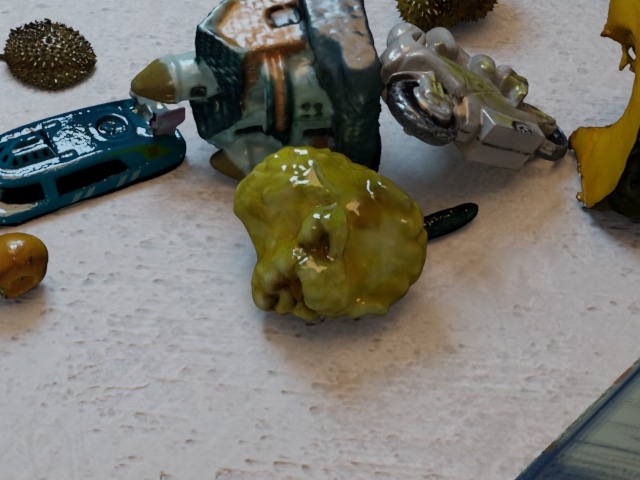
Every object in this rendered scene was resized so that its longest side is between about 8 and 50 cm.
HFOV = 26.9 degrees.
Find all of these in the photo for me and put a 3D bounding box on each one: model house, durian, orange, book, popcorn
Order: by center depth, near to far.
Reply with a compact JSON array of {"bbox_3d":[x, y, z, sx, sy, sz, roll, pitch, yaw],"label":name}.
[{"bbox_3d":[0.361,0.196,1.379,0.322,0.018,0.228,-36,24,-31],"label":"book"},{"bbox_3d":[-0.343,0.023,1.506,0.086,0.086,0.062,-20,68,-22],"label":"orange"},{"bbox_3d":[0.000,0.000,1.521,0.226,0.203,0.200,31,-3,-25],"label":"popcorn"},{"bbox_3d":[-0.079,-0.178,1.611,0.291,0.253,0.184,-8,66,-7],"label":"model house"},{"bbox_3d":[-0.371,-0.259,1.784,0.140,0.071,0.110,3,46,5],"label":"durian"},{"bbox_3d":[0.186,-0.370,1.885,0.137,0.168,0.158,40,40,15],"label":"durian"}]

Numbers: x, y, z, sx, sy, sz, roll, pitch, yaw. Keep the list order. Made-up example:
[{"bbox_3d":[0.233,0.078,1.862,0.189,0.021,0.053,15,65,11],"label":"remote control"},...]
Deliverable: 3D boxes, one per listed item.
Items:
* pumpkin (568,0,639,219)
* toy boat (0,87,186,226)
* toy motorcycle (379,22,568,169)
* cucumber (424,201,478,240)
[{"bbox_3d":[0.450,-0.166,1.639,0.225,0.303,0.256,4,22,-10],"label":"pumpkin"},{"bbox_3d":[-0.315,-0.116,1.642,0.298,0.092,0.134,-21,56,-24],"label":"toy boat"},{"bbox_3d":[0.172,-0.184,1.671,0.340,0.108,0.223,5,42,-47],"label":"toy motorcycle"},{"bbox_3d":[0.138,-0.018,1.629,0.133,0.032,0.032,-20,52,-23],"label":"cucumber"}]
